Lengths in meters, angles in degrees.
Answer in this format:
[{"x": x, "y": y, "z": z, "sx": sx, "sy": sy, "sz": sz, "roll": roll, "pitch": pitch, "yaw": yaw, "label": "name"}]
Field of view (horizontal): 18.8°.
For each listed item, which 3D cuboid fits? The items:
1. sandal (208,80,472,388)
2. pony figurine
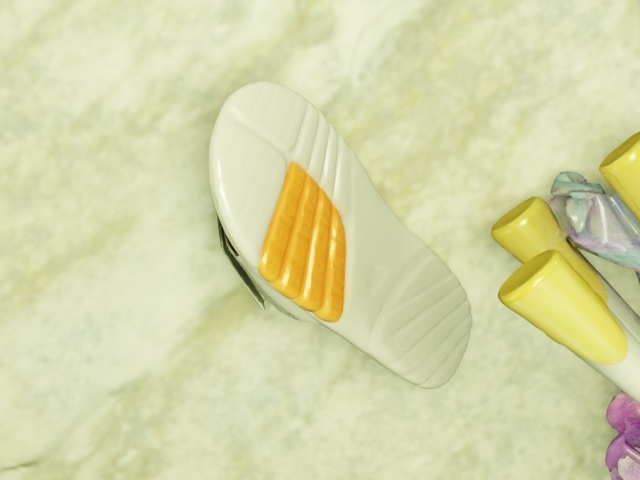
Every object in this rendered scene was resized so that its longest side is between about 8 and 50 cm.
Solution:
[{"x": -0.004, "y": 0.009, "z": 1.159, "sx": 0.265, "sy": 0.076, "sz": 0.102, "roll": 47, "pitch": 60, "yaw": -41, "label": "sandal"}, {"x": 0.254, "y": 0.111, "z": 1.132, "sx": 0.303, "sy": 0.351, "sz": 0.363, "roll": -40, "pitch": 96, "yaw": 9, "label": "pony figurine"}]
